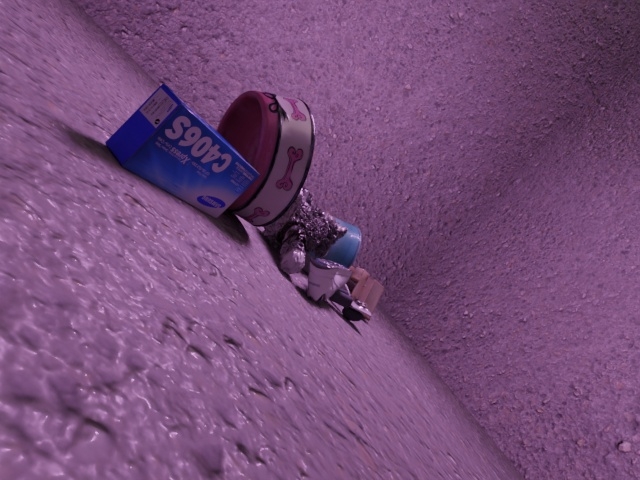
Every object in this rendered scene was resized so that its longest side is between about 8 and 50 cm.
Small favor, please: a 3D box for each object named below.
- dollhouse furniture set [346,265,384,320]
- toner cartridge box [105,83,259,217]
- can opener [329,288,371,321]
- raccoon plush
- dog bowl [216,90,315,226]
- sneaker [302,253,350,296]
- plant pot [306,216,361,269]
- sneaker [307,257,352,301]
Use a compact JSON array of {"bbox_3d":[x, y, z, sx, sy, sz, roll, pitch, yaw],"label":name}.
[{"bbox_3d":[0.106,0.234,2.099,0.355,0.174,0.303,15,-20,42],"label":"dollhouse furniture set"},{"bbox_3d":[-0.281,-0.176,0.957,0.075,0.165,0.348,48,4,21],"label":"toner cartridge box"},{"bbox_3d":[0.075,0.222,1.556,0.280,0.093,0.074,35,7,-30],"label":"can opener"},{"bbox_3d":[-0.040,0.031,1.521,0.299,0.216,0.447,38,35,-30],"label":"raccoon plush"},{"bbox_3d":[-0.199,-0.255,1.282,0.150,0.408,0.408,14,23,-38],"label":"dog bowl"},{"bbox_3d":[0.036,0.149,1.711,0.256,0.094,0.151,44,8,18],"label":"sneaker"},{"bbox_3d":[0.000,0.000,1.917,0.255,0.272,0.272,29,10,-25],"label":"plant pot"},{"bbox_3d":[0.018,0.130,1.404,0.110,0.130,0.297,20,1,22],"label":"sneaker"}]
